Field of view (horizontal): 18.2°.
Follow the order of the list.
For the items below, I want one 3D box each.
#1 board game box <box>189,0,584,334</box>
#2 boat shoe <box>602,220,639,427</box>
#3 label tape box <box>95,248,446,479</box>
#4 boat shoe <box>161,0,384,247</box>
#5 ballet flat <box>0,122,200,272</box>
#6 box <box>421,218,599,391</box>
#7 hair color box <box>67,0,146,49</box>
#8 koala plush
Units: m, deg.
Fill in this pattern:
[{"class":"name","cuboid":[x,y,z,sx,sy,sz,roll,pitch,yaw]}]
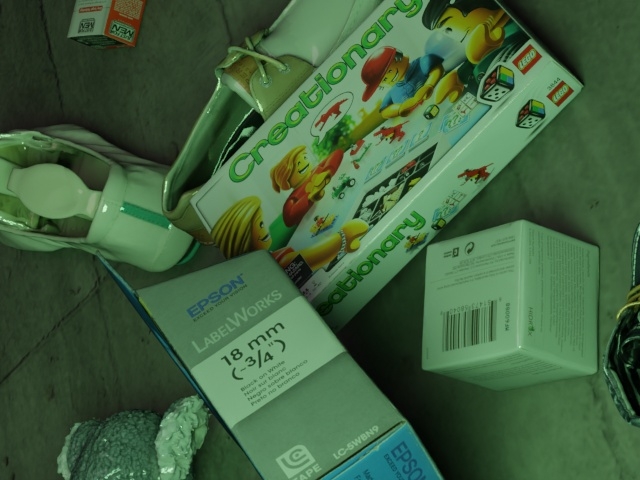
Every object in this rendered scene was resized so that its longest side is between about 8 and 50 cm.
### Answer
[{"class":"board game box","cuboid":[0.045,-0.074,1.594,0.305,0.053,0.193,-45,43,9]},{"class":"boat shoe","cuboid":[0.230,0.048,1.349,0.065,0.083,0.183,-34,51,38]},{"class":"label tape box","cuboid":[-0.012,0.134,1.470,0.106,0.240,0.333,-36,42,-5]},{"class":"boat shoe","cuboid":[-0.034,-0.127,1.725,0.113,0.103,0.302,38,105,50]},{"class":"ballet flat","cuboid":[-0.265,-0.053,1.954,0.400,0.139,0.139,13,86,52]},{"class":"box","cuboid":[0.139,0.049,1.456,0.101,0.087,0.102,-17,62,46]},{"class":"hair color box","cuboid":[-0.209,-0.270,2.044,0.072,0.043,0.141,4,77,51]},{"class":"koala plush","cuboid":[-0.168,0.238,1.690,0.196,0.203,0.221,-17,51,46]}]
